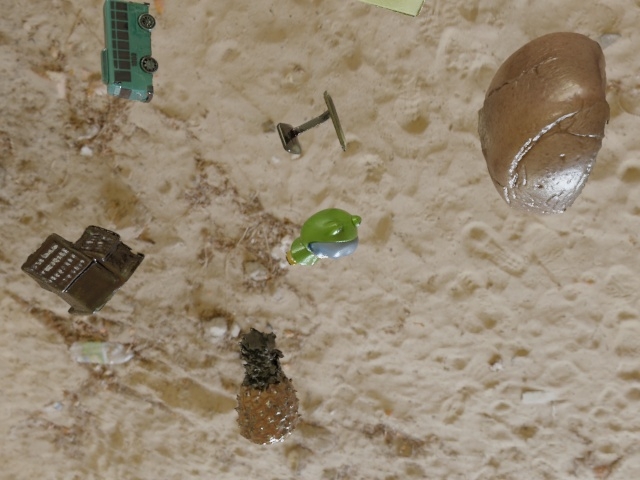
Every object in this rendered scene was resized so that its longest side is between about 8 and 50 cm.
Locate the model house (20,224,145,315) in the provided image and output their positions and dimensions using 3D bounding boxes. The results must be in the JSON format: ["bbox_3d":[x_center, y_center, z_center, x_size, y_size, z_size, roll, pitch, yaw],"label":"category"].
[{"bbox_3d":[-0.422,0.043,0.934,0.106,0.165,0.152,17,154,52],"label":"model house"}]

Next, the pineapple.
[{"bbox_3d":[-0.135,0.325,1.236,0.157,0.158,0.279,-2,106,15],"label":"pineapple"}]

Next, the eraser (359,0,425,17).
[{"bbox_3d":[0.155,-0.573,1.177,0.172,0.058,0.117,15,160,-3],"label":"eraser"}]

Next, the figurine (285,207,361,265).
[{"bbox_3d":[0.000,0.000,1.493,0.263,0.162,0.143,-31,75,45],"label":"figurine"}]

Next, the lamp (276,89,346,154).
[{"bbox_3d":[-0.013,-0.358,1.818,0.283,0.124,0.203,-21,83,41],"label":"lamp"}]

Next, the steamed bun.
[{"bbox_3d":[0.385,-0.205,0.964,0.199,0.252,0.301,9,147,15],"label":"steamed bun"}]

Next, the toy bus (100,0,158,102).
[{"bbox_3d":[-0.339,-0.330,0.936,0.091,0.079,0.160,-4,91,-26],"label":"toy bus"}]
